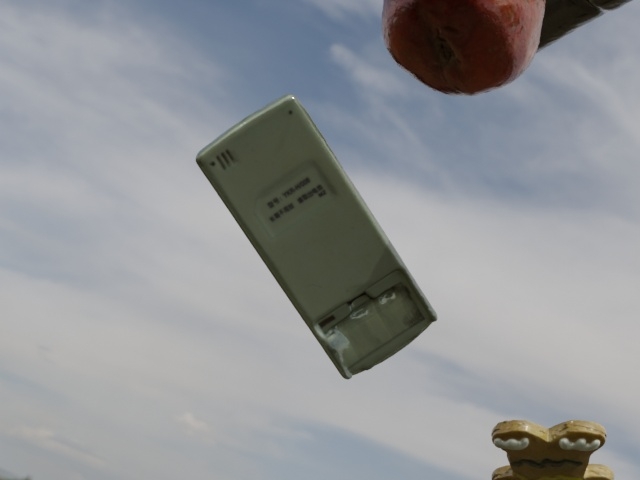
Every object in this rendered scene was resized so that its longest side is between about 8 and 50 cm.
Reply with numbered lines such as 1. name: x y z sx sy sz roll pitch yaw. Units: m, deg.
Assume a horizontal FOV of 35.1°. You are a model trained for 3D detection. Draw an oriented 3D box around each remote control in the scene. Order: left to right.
1. remote control: 0.000 0.000 1.010 0.285 0.123 0.038 55 0 -12

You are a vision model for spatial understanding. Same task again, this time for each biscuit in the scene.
1. biscuit: 0.300 0.306 1.317 0.158 0.035 0.240 -4 -43 15

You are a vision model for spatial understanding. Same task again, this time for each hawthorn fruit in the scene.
1. hawthorn fruit: 0.103 -0.164 0.744 0.128 0.128 0.128 19 -19 7

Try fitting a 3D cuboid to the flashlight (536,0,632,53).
1. flashlight: 0.257 -0.250 0.970 0.103 0.103 0.424 28 -23 -18
